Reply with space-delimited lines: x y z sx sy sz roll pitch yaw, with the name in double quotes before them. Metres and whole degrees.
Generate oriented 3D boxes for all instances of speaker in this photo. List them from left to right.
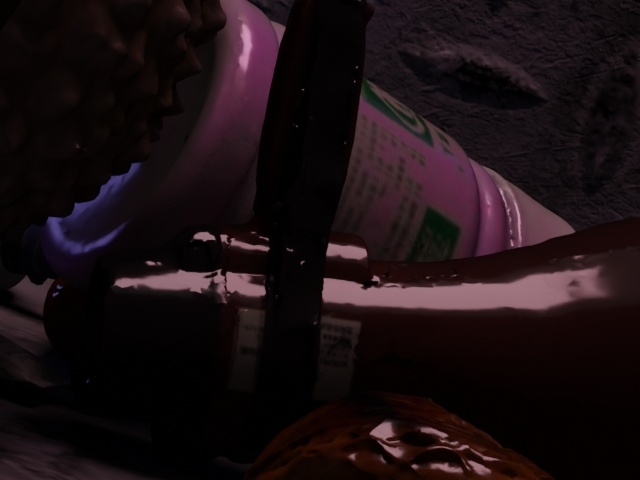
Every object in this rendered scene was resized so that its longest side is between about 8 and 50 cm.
"speaker" 0.047 0.025 0.961 0.329 0.259 0.198 12 30 -18

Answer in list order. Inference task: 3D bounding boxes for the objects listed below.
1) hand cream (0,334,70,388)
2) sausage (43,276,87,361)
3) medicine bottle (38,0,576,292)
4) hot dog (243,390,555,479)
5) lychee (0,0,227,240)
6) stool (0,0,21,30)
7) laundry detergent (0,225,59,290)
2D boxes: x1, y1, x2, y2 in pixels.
"hand cream" -0.242 0.051 1.045 0.194 0.042 0.067 24 -3 11
"sausage" -0.150 0.048 1.236 0.076 0.076 0.197 18 2 -2
"medicine bottle" 0.000 0.000 1.153 0.325 0.212 0.212 32 -5 -32
"hot dog" 0.042 0.123 0.804 0.160 0.099 0.227 18 2 4
"lychee" -0.227 -0.196 0.984 0.380 0.432 0.380 -10 -18 -3
"stool" -0.319 -0.048 0.639 0.310 0.226 0.310 19 3 41
"laundry detergent" -0.313 -0.028 1.369 0.280 0.105 0.215 21 4 28
